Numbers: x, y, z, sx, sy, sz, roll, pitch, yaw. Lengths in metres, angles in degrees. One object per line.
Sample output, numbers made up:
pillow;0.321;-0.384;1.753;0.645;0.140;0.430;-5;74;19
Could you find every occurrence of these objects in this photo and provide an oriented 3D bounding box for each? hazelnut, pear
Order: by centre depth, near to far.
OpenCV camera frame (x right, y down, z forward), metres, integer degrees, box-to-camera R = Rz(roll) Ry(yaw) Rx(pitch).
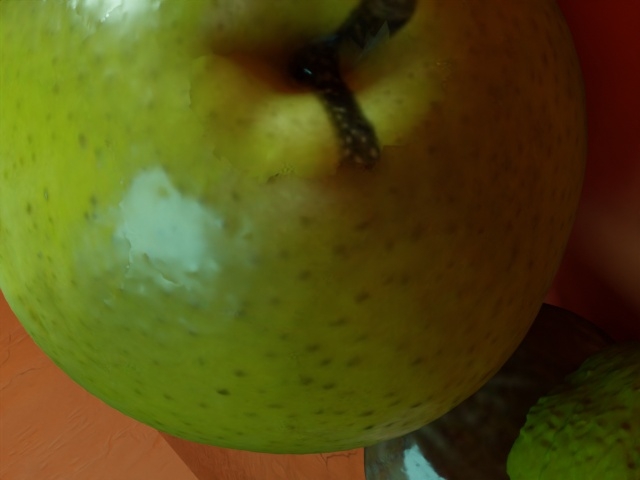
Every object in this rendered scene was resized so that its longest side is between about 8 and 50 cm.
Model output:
pear;-0.028;-0.053;0.651;0.362;0.362;0.418;52;167;6
hazelnut;0.130;0.142;0.775;0.214;0.214;0.176;59;164;-11

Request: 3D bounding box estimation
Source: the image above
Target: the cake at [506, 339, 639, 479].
cake;0.250;0.179;0.647;0.261;0.179;0.156;55;159;-9
